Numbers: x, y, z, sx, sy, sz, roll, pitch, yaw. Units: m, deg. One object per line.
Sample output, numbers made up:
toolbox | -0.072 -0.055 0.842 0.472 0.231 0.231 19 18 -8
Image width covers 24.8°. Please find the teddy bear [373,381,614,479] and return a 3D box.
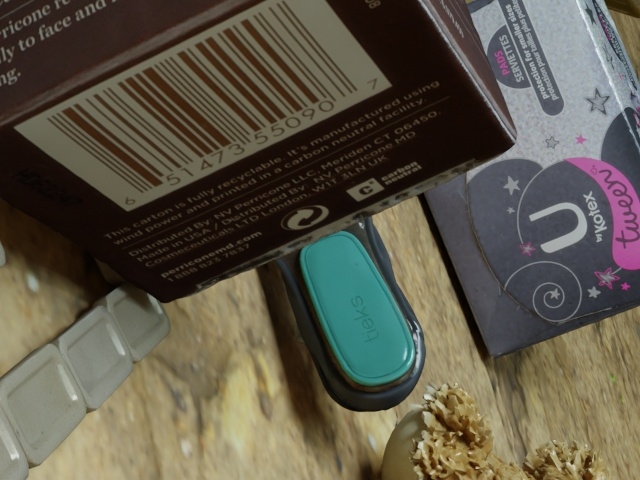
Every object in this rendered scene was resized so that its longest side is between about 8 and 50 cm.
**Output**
teddy bear | 0.130 0.221 0.789 0.338 0.113 0.245 60 24 -20

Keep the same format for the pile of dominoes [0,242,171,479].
pile of dominoes | -0.140 -0.017 0.495 0.196 0.040 0.251 64 12 -6

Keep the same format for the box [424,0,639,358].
box | 0.166 -0.059 1.079 0.247 0.163 0.142 68 19 2

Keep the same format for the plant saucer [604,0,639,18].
plant saucer | 0.140 -0.276 1.150 0.333 0.333 0.081 21 94 -63

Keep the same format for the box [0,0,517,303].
box | -0.049 -0.116 0.565 0.167 0.168 0.203 41 29 -59

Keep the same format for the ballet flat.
ballet flat | 0.000 0.000 0.763 0.074 0.074 0.203 28 38 -60
